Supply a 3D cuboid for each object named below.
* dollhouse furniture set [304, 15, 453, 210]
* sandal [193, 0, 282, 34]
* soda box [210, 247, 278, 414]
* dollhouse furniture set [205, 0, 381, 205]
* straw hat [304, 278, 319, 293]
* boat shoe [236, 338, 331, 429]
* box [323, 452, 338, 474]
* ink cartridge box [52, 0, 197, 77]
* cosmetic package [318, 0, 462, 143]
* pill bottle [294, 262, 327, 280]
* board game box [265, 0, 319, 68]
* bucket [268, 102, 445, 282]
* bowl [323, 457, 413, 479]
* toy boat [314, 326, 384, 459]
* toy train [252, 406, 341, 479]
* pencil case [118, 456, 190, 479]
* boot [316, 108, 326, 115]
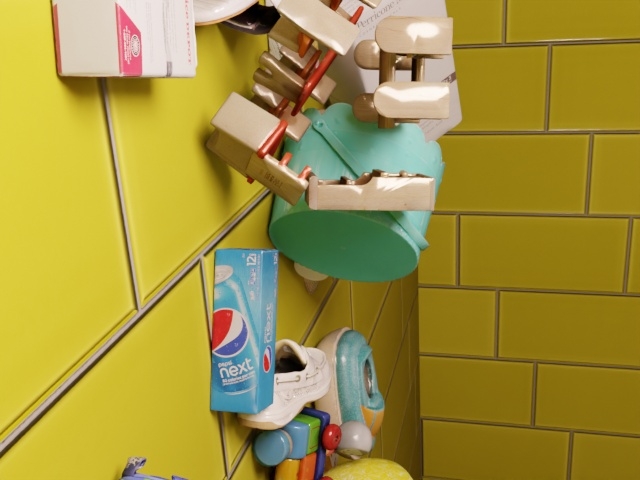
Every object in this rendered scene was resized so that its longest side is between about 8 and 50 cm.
[{"bbox_3d":[0.064,-0.164,0.978,0.212,0.161,0.242,-117,-152,-81],"label":"dollhouse furniture set"},{"bbox_3d":[-0.096,-0.285,0.915,0.265,0.102,0.076,-56,147,-50],"label":"sandal"},{"bbox_3d":[-0.099,0.115,0.986,0.071,0.067,0.210,1,90,-76],"label":"soda box"},{"bbox_3d":[-0.019,-0.188,0.942,0.259,0.135,0.262,-58,-177,-21],"label":"dollhouse furniture set"},{"bbox_3d":[0.014,0.037,1.446,0.144,0.061,0.144,2,90,-76],"label":"straw hat"},{"bbox_3d":[-0.045,0.198,1.150,0.277,0.098,0.096,-27,119,-73],"label":"boat shoe"},{"bbox_3d":[0.019,0.434,1.582,0.081,0.028,0.136,-74,158,-44],"label":"box"},{"bbox_3d":[-0.171,-0.201,0.670,0.150,0.063,0.109,-40,130,-72],"label":"ink cartridge box"},{"bbox_3d":[0.123,-0.336,1.407,0.217,0.156,0.385,-40,142,-13],"label":"cosmetic package"},{"bbox_3d":[0.000,0.000,1.344,0.078,0.078,0.137,77,23,-46],"label":"pill bottle"},{"bbox_3d":[-0.045,-0.351,1.196,0.147,0.045,0.193,-58,147,-64],"label":"board game box"},{"bbox_3d":[0.055,-0.065,1.197,0.281,0.281,0.183,66,33,-60],"label":"bucket"},{"bbox_3d":[0.029,0.510,1.302,0.156,0.289,0.289,25,58,-27],"label":"bowl"},{"bbox_3d":[0.053,0.321,1.424,0.318,0.148,0.267,-40,123,-68],"label":"toy boat"},{"bbox_3d":[-0.054,0.396,1.174,0.143,0.105,0.248,1,97,-61],"label":"toy train"},{"bbox_3d":[-0.159,0.355,0.657,0.133,0.119,0.306,122,-18,-54],"label":"pencil case"},{"bbox_3d":[0.012,-0.175,1.428,0.207,0.090,0.248,-91,171,-52],"label":"boot"}]
